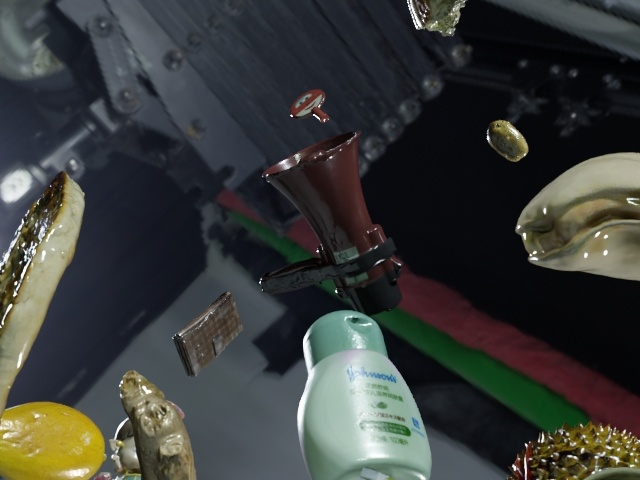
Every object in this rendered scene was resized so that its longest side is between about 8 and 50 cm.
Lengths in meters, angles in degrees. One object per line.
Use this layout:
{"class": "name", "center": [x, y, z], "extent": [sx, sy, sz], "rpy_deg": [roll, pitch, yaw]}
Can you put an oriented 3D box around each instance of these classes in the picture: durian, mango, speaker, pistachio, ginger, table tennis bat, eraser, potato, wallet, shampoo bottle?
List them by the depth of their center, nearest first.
{"class": "ginger", "center": [-0.211, 0.276, 1.196], "extent": [0.137, 0.074, 0.213], "rpy_deg": [-16, -96, 54]}
{"class": "eraser", "center": [0.099, 0.358, 1.324], "extent": [0.083, 0.019, 0.038], "rpy_deg": [33, -18, -36]}
{"class": "shampoo bottle", "center": [0.060, 0.269, 1.503], "extent": [0.222, 0.349, 0.151], "rpy_deg": [10, -50, -21]}
{"class": "potato", "center": [0.316, -0.169, 1.520], "extent": [0.083, 0.040, 0.051], "rpy_deg": [49, -43, 23]}
{"class": "speaker", "center": [0.000, -0.006, 1.639], "extent": [0.198, 0.259, 0.329], "rpy_deg": [-138, -150, -77]}
{"class": "mango", "center": [-0.552, 0.400, 1.761], "extent": [0.119, 0.176, 0.317], "rpy_deg": [-34, -34, 29]}
{"class": "durian", "center": [0.550, 0.545, 1.841], "extent": [0.347, 0.384, 0.347], "rpy_deg": [162, -90, -82]}
{"class": "pistachio", "center": [0.636, -0.044, 1.874], "extent": [0.365, 0.446, 0.281], "rpy_deg": [135, -57, -79]}
{"class": "table tennis bat", "center": [-0.021, -0.323, 2.186], "extent": [0.019, 0.098, 0.154], "rpy_deg": [52, -2, -37]}
{"class": "wallet", "center": [-0.281, 0.235, 2.275], "extent": [0.042, 0.230, 0.124], "rpy_deg": [-2, -65, 30]}

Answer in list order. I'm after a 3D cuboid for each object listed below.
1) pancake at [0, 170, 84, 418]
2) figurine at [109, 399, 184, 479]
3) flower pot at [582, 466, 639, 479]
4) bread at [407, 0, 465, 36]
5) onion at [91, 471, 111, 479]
{"class": "pancake", "center": [-0.362, 0.082, 1.058], "extent": [0.065, 0.356, 0.356], "rpy_deg": [25, -14, -24]}
{"class": "figurine", "center": [-0.404, 0.494, 2.067], "extent": [0.161, 0.275, 0.158], "rpy_deg": [34, -46, -31]}
{"class": "flower pot", "center": [0.563, 0.563, 1.534], "extent": [0.244, 0.307, 0.307], "rpy_deg": [36, -15, -31]}
{"class": "bread", "center": [0.279, -0.589, 1.923], "extent": [0.192, 0.171, 0.314], "rpy_deg": [56, -24, 9]}
{"class": "onion", "center": [-0.386, 0.461, 1.429], "extent": [0.159, 0.195, 0.159], "rpy_deg": [25, -20, 10]}
